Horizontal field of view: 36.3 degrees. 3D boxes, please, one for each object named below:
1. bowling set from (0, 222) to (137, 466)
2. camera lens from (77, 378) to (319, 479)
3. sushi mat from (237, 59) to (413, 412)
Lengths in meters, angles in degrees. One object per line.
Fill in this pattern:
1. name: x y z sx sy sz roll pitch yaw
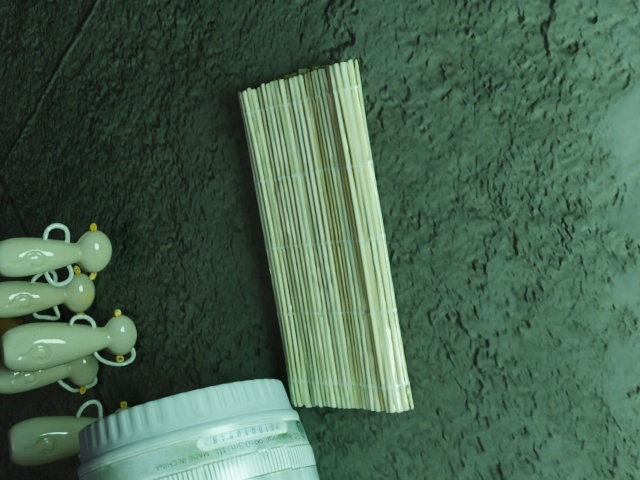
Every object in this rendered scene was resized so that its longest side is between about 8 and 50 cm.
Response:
1. bowling set: -0.313 0.104 1.167 0.200 0.154 0.287 26 118 60
2. camera lens: -0.096 0.286 0.892 0.219 0.219 0.274 -30 70 44
3. sushi mat: 0.000 0.000 0.899 0.151 0.019 0.316 -9 91 46
